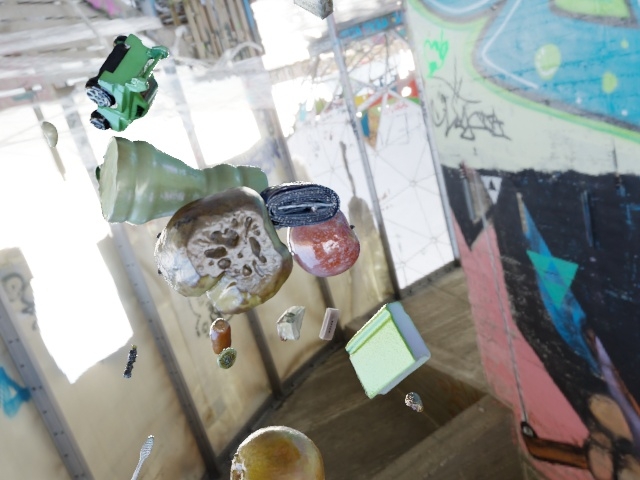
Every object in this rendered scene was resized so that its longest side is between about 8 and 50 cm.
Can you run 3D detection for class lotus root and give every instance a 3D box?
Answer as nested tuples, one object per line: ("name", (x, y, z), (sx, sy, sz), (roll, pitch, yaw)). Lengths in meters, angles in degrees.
("lotus root", (-0.213, 0.034, 1.185), (0.316, 0.316, 0.250), (-21, -178, -18))

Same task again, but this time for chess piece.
("chess piece", (-0.372, -0.150, 1.490), (0.442, 0.233, 0.234), (3, -177, -33))

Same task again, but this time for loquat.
("loquat", (-0.147, 0.807, 1.823), (0.329, 0.328, 0.328), (-15, -164, 4))

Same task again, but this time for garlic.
("garlic", (-0.855, -0.338, 1.674), (0.053, 0.083, 0.041), (6, -159, 45))

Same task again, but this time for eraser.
("eraser", (0.208, 0.358, 1.712), (0.092, 0.210, 0.274), (-6, 148, -37))

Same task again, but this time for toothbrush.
("toothbrush", (-0.542, 0.725, 1.461), (0.028, 0.375, 0.037), (23, 168, -9))

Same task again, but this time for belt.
("belt", (-0.066, -0.099, 1.431), (0.218, 0.122, 0.128), (-6, -169, -22))

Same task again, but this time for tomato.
("tomato", (0.000, 0.000, 1.808), (0.227, 0.270, 0.270), (-31, -161, -13))

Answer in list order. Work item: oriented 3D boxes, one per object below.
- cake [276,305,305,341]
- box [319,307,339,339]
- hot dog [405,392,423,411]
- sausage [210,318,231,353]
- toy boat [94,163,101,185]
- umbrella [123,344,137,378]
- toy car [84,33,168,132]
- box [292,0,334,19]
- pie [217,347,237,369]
("cake", (-0.131, 0.396, 2.476), (0.086, 0.116, 0.220), (-2, -169, 14))
("box", (0.034, 0.301, 1.901), (0.048, 0.115, 0.025), (15, -178, -28))
("hot dog", (0.313, 0.536, 1.747), (0.035, 0.058, 0.083), (-59, -173, 10))
("sausage", (-0.436, 0.432, 2.324), (0.084, 0.300, 0.089), (23, -121, 8))
("toy boat", (-0.658, -0.166, 1.747), (0.052, 0.210, 0.104), (-26, -159, 43))
("umbrella", (-0.815, 0.520, 2.276), (0.040, 0.037, 0.143), (2, -122, 4))
("toy car", (-0.573, -0.455, 1.579), (0.358, 0.177, 0.213), (-46, -158, 62))
("box", (-0.018, -0.535, 1.163), (0.098, 0.062, 0.045), (38, -108, 21))
("pie", (-0.335, 0.426, 1.901), (0.084, 0.084, 0.021), (-27, -147, -34))
